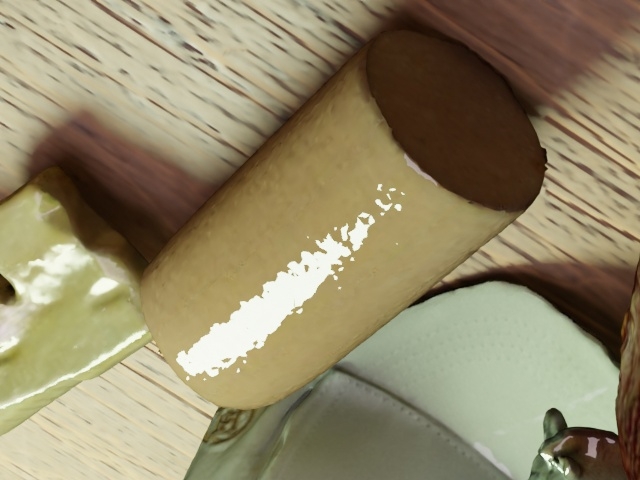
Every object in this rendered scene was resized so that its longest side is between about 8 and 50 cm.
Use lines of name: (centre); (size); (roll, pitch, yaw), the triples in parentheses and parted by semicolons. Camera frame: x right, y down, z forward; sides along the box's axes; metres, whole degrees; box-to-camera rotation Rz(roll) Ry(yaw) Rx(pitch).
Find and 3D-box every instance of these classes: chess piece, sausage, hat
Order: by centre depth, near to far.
sausage: (0.000, 0.000, 1.012); (0.123, 0.123, 0.253); (38, 129, -11)
hat: (0.082, 0.176, 1.090); (0.301, 0.168, 0.258); (-33, 114, 32)
chess piece: (-0.219, 0.068, 1.156); (0.301, 0.137, 0.137); (-29, 112, 32)

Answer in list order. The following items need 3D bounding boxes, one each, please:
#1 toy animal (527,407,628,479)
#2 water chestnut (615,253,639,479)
toy animal: (0.221, 0.165, 1.015); (0.255, 0.090, 0.170); (-8, 119, -28)
water chestnut: (0.294, 0.072, 0.823); (0.335, 0.347, 0.335); (10, 119, 18)
